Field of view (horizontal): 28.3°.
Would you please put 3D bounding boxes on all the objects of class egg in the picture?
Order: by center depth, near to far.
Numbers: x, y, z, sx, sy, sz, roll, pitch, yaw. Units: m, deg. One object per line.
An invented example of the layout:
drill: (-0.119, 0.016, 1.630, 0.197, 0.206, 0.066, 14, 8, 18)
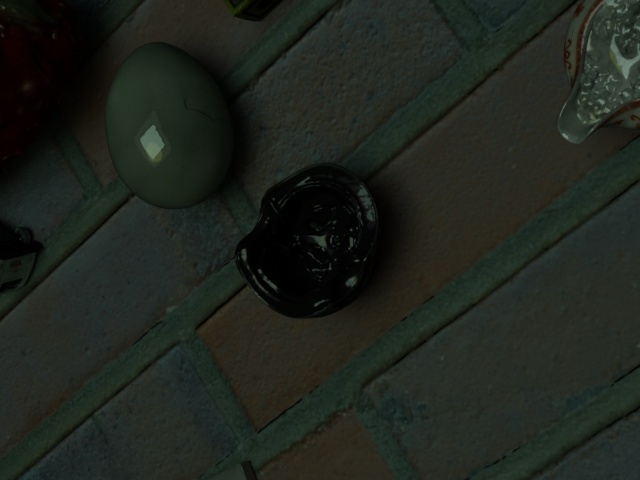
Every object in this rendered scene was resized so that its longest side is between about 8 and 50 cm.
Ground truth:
egg: (-0.183, -0.139, 1.525, 0.151, 0.151, 0.209, -20, 75, 29)

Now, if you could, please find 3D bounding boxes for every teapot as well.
teapot: (0.326, -0.201, 1.249, 0.159, 0.116, 0.245, 37, 112, 38)

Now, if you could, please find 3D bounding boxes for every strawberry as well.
strawberry: (-0.479, -0.182, 1.617, 0.295, 0.317, 0.345, 32, 119, 28)

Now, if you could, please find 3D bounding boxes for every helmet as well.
helmet: (0.002, 0.010, 1.450, 0.153, 0.107, 0.177, 33, 88, 29)

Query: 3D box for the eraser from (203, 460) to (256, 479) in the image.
eraser: (-0.130, 0.349, 1.581, 0.150, 0.023, 0.104, -29, 77, 28)

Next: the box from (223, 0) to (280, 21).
box: (-0.047, -0.380, 1.490, 0.220, 0.064, 0.141, -38, 73, 27)

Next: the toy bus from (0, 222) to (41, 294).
toy bus: (-0.481, 0.003, 1.745, 0.194, 0.087, 0.089, 29, 115, 25)
